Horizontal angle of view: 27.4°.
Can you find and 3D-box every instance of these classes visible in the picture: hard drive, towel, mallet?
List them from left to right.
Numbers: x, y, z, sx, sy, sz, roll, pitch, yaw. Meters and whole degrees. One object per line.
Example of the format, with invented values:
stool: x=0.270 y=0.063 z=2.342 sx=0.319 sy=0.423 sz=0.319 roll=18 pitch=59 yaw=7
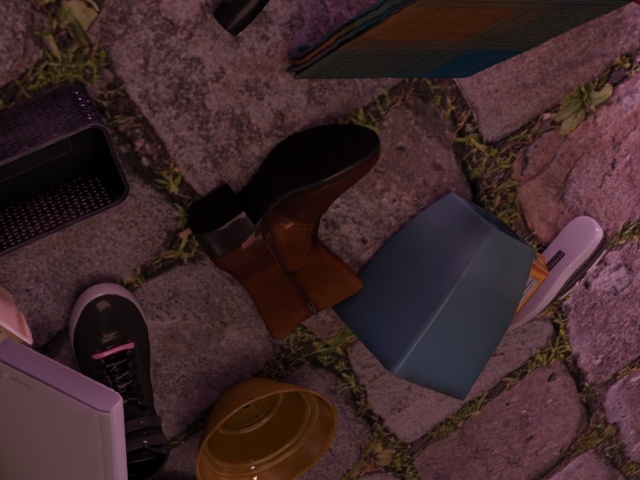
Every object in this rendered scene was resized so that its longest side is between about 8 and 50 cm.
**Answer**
hard drive: x=-0.334 y=0.272 z=1.668 sx=0.040 sy=0.203 sz=0.308 roll=-48 pitch=152 yaw=-42
mallet: x=-0.124 y=-0.296 z=1.396 sx=0.062 sy=0.039 sz=0.190 roll=-39 pitch=133 yaw=5
towel: x=0.159 y=-0.242 z=1.442 sx=0.271 sy=0.040 sz=0.370 roll=-4 pitch=173 yaw=-28

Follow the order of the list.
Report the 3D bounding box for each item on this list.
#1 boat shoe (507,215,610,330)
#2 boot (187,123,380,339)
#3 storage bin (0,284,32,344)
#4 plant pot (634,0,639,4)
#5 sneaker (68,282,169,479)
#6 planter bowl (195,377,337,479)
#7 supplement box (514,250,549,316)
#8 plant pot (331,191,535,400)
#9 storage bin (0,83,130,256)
boat shoe: x=0.349 y=0.062 z=1.975 sx=0.219 sy=0.078 sz=0.070 roll=-44 pitch=136 yaw=8
boot: x=0.000 y=0.000 z=1.692 sx=0.264 sy=0.096 sz=0.280 roll=-35 pitch=138 yaw=1
storage bin: x=-0.504 y=0.114 z=1.464 sx=0.262 sy=0.123 sz=0.260 roll=-40 pitch=137 yaw=6
plant pot: x=0.455 y=-0.356 z=1.479 sx=0.275 sy=0.243 sz=0.275 roll=-41 pitch=156 yaw=-22
sneaker: x=-0.248 y=0.195 z=1.678 sx=0.104 sy=0.147 sz=0.296 roll=-15 pitch=133 yaw=-18
planter bowl: x=-0.092 y=0.262 z=1.875 sx=0.217 sy=0.090 sz=0.217 roll=-17 pitch=135 yaw=-19
supplement box: x=0.234 y=0.104 z=1.929 sx=0.080 sy=0.078 sz=0.233 roll=36 pitch=108 yaw=-9
plant pot: x=0.172 y=0.066 z=1.813 sx=0.165 sy=0.166 sz=0.234 roll=24 pitch=106 yaw=-43
storage bin: x=-0.314 y=-0.076 z=1.439 sx=0.180 sy=0.084 sz=0.122 roll=-25 pitch=137 yaw=-11
